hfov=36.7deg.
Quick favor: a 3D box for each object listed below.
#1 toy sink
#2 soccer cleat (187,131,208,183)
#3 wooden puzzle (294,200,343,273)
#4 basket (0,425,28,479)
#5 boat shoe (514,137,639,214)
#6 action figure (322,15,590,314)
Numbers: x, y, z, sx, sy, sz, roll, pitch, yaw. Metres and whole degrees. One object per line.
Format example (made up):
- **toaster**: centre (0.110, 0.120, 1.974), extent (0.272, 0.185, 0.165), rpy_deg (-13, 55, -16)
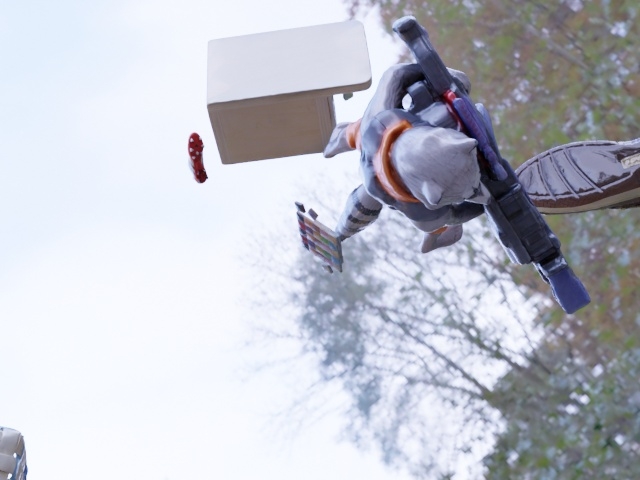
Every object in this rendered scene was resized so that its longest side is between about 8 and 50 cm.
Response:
- **toy sink**: centre (-0.041, -0.213, 1.412), extent (0.234, 0.153, 0.131), rpy_deg (-8, -42, 2)
- **soccer cleat**: centre (-0.194, -0.128, 1.495), extent (0.029, 0.035, 0.083), rpy_deg (-22, -66, -29)
- **wooden puzzle**: centre (0.000, 0.000, 0.863), extent (0.006, 0.049, 0.083), rpy_deg (-42, -32, -24)
- **basket**: centre (-0.535, 0.380, 1.402), extent (0.201, 0.255, 0.289), rpy_deg (14, -36, -14)
- **boat shoe**: centre (0.364, -0.068, 1.173), extent (0.257, 0.095, 0.095), rpy_deg (-11, -35, 22)
- **action figure**: centre (0.116, -0.037, 1.015), extent (0.178, 0.341, 0.330), rpy_deg (-33, -3, -6)
